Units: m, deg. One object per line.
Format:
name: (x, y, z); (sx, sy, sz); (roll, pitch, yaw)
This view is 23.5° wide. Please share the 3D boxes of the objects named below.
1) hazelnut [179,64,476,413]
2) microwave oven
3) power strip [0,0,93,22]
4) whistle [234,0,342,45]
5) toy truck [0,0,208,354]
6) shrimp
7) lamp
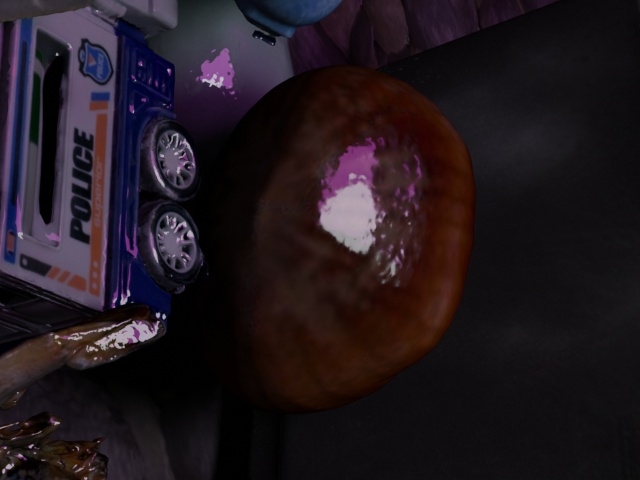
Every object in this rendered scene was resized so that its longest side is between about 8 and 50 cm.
hazelnut: (-0.003, -0.001, 0.913); (0.181, 0.181, 0.212); (19, 89, -30)
microwave oven: (0.149, 0.076, 1.080); (0.236, 0.374, 0.432); (48, 33, -42)
power strip: (-0.181, -0.178, 0.674); (0.064, 0.213, 0.198); (-134, -144, -55)
whistle: (-0.028, -0.197, 0.938); (0.180, 0.093, 0.269); (25, 21, -25)
toy truck: (-0.154, -0.080, 0.824); (0.155, 0.124, 0.268); (27, 55, -51)
shrimp: (-0.126, 0.086, 0.787); (0.035, 0.148, 0.195); (52, 13, 24)
lamp: (-0.076, -0.125, 1.018); (0.179, 0.108, 0.246); (35, 47, -59)
